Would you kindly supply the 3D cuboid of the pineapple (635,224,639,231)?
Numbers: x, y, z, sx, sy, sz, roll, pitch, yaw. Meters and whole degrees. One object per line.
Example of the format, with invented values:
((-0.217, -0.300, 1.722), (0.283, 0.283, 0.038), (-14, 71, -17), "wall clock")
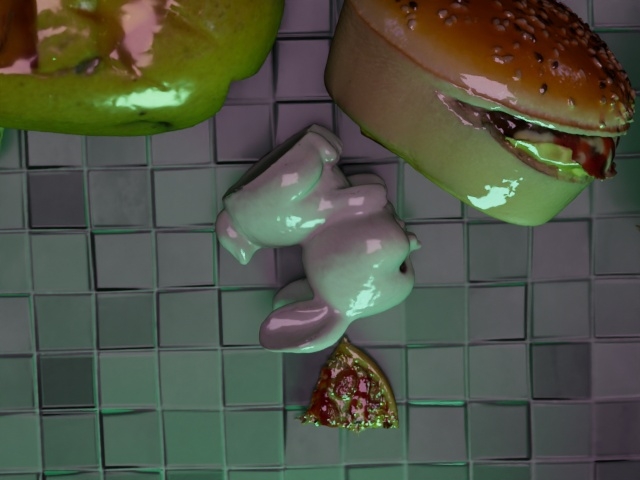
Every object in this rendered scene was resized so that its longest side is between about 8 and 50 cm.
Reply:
((0.461, -0.076, 1.660), (0.352, 0.352, 0.300), (21, 109, -3), "pineapple")

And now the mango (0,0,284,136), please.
((-0.211, -0.210, 1.672), (0.365, 0.182, 0.253), (-15, 108, -14), "mango")

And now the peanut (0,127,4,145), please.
((-0.370, -0.192, 1.740), (0.125, 0.111, 0.274), (-9, 100, 16), "peanut")

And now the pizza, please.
((0.039, 0.162, 1.841), (0.099, 0.029, 0.100), (29, 99, -6), "pizza")

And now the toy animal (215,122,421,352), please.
((-0.008, -0.002, 1.763), (0.178, 0.127, 0.193), (-29, 100, 7), "toy animal")

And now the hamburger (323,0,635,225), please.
((0.149, -0.150, 1.664), (0.300, 0.300, 0.176), (31, 111, -5), "hamburger")
